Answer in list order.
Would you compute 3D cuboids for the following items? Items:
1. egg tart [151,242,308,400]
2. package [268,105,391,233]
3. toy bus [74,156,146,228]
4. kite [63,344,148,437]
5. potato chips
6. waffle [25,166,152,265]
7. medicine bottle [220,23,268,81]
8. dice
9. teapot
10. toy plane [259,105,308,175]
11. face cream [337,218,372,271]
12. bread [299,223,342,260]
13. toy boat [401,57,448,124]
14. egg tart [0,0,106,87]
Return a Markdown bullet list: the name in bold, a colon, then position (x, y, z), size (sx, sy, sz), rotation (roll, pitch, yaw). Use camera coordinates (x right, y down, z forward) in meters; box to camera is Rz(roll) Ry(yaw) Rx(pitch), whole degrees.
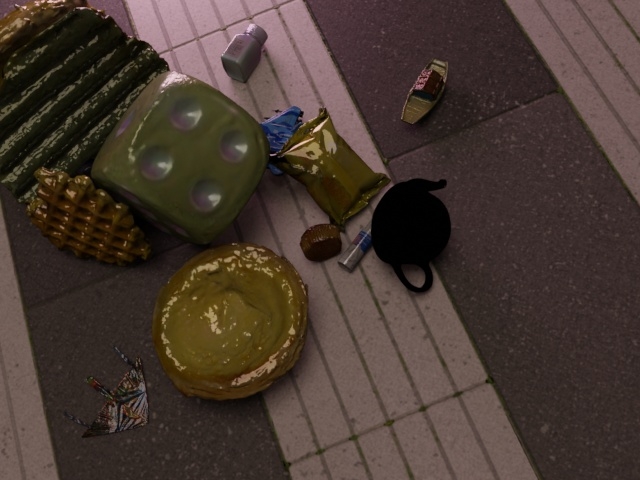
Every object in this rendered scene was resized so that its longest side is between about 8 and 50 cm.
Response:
- **egg tart**: position (-0.162, 0.157, 1.477), size (0.315, 0.120, 0.315), rotation (-4, 65, 10)
- **package**: position (0.017, -0.139, 1.577), size (0.168, 0.090, 0.226), rotation (-44, 97, -10)
- **toy bus**: position (-0.427, -0.093, 1.622), size (0.057, 0.072, 0.172), rotation (-44, 110, -11)
- **kite**: position (-0.387, 0.304, 1.506), size (0.160, 0.010, 0.183), rotation (30, 77, 17)
- **potato chips**: position (-0.492, -0.253, 1.623), size (0.429, 0.358, 0.070), rotation (-47, 34, -8)
- **waffle**: position (-0.466, -0.040, 1.542), size (0.291, 0.291, 0.051), rotation (10, 57, 14)
- **medicine bottle**: position (-0.168, -0.425, 1.774), size (0.055, 0.074, 0.118), rotation (24, 71, 20)
- **dice**: position (-0.268, -0.155, 1.512), size (0.252, 0.250, 0.254), rotation (-59, 25, -13)
- **teapot**: position (0.186, -0.018, 1.498), size (0.159, 0.159, 0.232), rotation (6, 79, 12)
- **toy plane**: position (-0.125, -0.215, 1.670), size (0.246, 0.078, 0.169), rotation (5, 66, 19)
- **face cream**: position (0.084, 0.002, 1.554), size (0.034, 0.034, 0.130), rotation (33, 73, 22)
- **bread**: position (0.000, 0.000, 1.544), size (0.085, 0.085, 0.053), rotation (-20, 59, 0)
- **toy boat**: position (0.219, -0.309, 1.659), size (0.065, 0.066, 0.172), rotation (24, 72, 16)
- **egg tart**: position (-0.621, -0.379, 1.714), size (0.388, 0.388, 0.169), rotation (-40, 100, -10)
